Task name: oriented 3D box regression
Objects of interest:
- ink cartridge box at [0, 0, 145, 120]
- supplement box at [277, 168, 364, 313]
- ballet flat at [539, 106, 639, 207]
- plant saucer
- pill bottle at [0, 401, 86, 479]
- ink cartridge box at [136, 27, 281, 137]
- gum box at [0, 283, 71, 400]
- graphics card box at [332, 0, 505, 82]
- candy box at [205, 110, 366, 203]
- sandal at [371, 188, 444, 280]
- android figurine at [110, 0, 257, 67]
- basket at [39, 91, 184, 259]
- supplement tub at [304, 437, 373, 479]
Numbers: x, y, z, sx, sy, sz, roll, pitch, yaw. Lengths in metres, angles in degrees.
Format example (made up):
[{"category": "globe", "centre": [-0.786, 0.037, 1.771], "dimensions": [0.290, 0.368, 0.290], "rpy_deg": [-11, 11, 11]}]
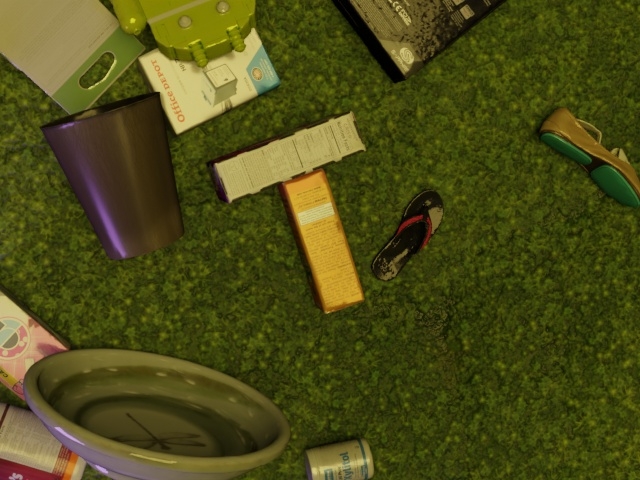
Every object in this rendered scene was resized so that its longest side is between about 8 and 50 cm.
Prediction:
[{"category": "ink cartridge box", "centre": [-0.418, -0.331, 1.651], "dimensions": [0.171, 0.056, 0.235], "rpy_deg": [-47, 125, -4]}, {"category": "supplement box", "centre": [0.000, 0.000, 1.740], "dimensions": [0.080, 0.078, 0.233], "rpy_deg": [-21, 97, -8]}, {"category": "ballet flat", "centre": [0.487, -0.149, 1.823], "dimensions": [0.232, 0.080, 0.073], "rpy_deg": [36, 72, -12]}, {"category": "plant saucer", "centre": [-0.248, 0.278, 1.558], "dimensions": [0.400, 0.400, 0.100], "rpy_deg": [14, 101, -11]}, {"category": "pill bottle", "centre": [-0.480, 0.326, 1.652], "dimensions": [0.221, 0.121, 0.121], "rpy_deg": [19, 90, -11]}, {"category": "ink cartridge box", "centre": [-0.180, -0.269, 1.685], "dimensions": [0.190, 0.082, 0.139], "rpy_deg": [-28, 99, -9]}, {"category": "gum box", "centre": [-0.495, 0.156, 1.666], "dimensions": [0.188, 0.062, 0.107], "rpy_deg": [43, 86, -10]}, {"category": "graphics card box", "centre": [0.204, -0.462, 1.736], "dimensions": [0.371, 0.094, 0.233], "rpy_deg": [-40, 100, -7]}, {"category": "candy box", "centre": [-0.059, -0.134, 1.677], "dimensions": [0.233, 0.159, 0.071], "rpy_deg": [-21, 98, -9]}, {"category": "sandal", "centre": [0.155, -0.006, 1.787], "dimensions": [0.067, 0.040, 0.179], "rpy_deg": [36, 87, -11]}, {"category": "android figurine", "centre": [-0.202, -0.391, 1.631], "dimensions": [0.248, 0.056, 0.273], "rpy_deg": [-21, 71, -6]}, {"category": "basket", "centre": [-0.309, -0.097, 1.636], "dimensions": [0.204, 0.154, 0.227], "rpy_deg": [-10, 106, 22]}, {"category": "supplement tub", "centre": [0.032, 0.379, 1.778], "dimensions": [0.107, 0.071, 0.071], "rpy_deg": [-10, 96, -10]}]
